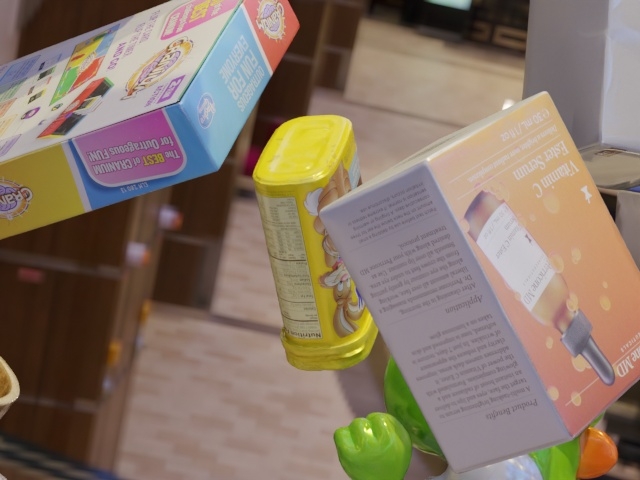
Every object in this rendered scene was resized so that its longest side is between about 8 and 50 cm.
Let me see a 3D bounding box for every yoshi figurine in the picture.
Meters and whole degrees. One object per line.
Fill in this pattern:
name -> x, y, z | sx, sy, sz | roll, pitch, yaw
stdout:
yoshi figurine -> 0.065, 0.208, 1.373 | 0.203, 0.362, 0.203 | 39, 3, -20

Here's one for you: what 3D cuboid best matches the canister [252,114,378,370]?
canister -> 0.000, 0.000, 1.392 | 0.073, 0.169, 0.126 | -2, 30, 15

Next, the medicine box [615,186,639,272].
medicine box -> 0.437, 0.026, 1.593 | 0.289, 0.149, 0.263 | 1, 3, -3

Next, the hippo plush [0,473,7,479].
hippo plush -> -0.205, 0.256, 1.172 | 0.237, 0.294, 0.234 | 11, 43, 16

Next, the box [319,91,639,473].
box -> 0.103, 0.022, 0.993 | 0.091, 0.170, 0.130 | -25, 5, 43

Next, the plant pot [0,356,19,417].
plant pot -> -0.318, 0.123, 0.881 | 0.237, 0.254, 0.237 | 31, 2, -1

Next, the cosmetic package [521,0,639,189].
cosmetic package -> 0.215, -0.162, 1.237 | 0.107, 0.237, 0.127 | 6, -7, -21

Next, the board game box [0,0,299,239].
board game box -> -0.194, -0.103, 1.455 | 0.317, 0.064, 0.242 | -16, 28, 27
